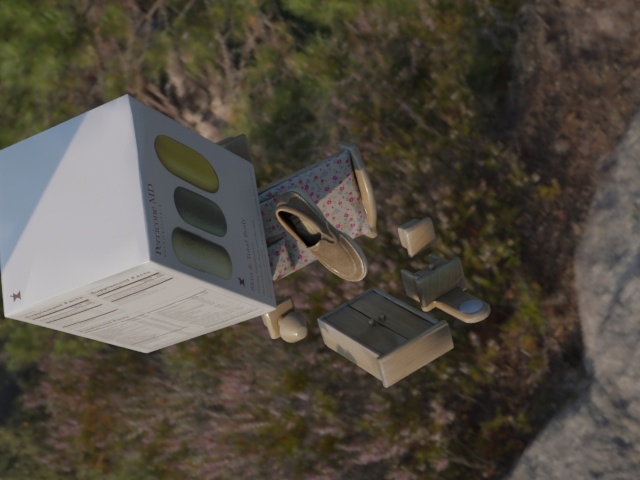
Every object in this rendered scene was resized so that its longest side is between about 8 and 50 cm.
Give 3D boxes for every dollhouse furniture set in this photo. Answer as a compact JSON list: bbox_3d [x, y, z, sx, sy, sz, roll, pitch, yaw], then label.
[{"bbox_3d":[0.061,-0.011,1.550,0.303,0.356,0.174,-27,28,-23],"label":"dollhouse furniture set"}]

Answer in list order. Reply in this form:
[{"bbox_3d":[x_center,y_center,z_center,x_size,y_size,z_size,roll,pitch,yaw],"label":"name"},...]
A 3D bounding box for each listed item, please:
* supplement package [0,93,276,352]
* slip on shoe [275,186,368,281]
[{"bbox_3d":[-0.210,-0.007,1.346,0.198,0.262,0.199,-19,68,23],"label":"supplement package"},{"bbox_3d":[0.000,0.000,1.324,0.051,0.135,0.041,-28,18,34],"label":"slip on shoe"}]
